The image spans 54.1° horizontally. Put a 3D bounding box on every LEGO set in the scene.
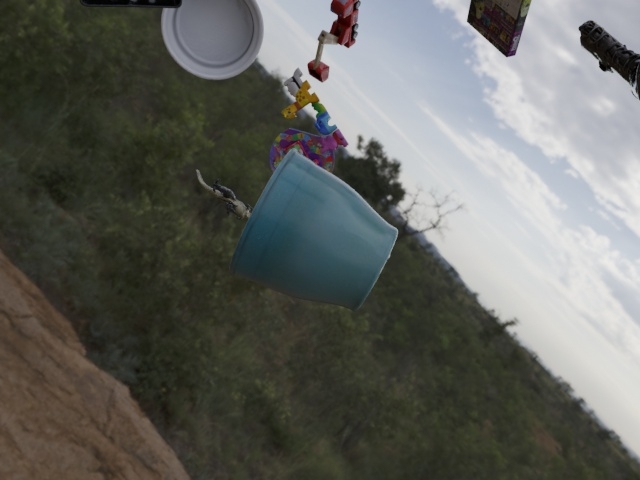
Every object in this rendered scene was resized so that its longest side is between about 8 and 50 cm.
[{"bbox_3d":[-0.034,-0.304,1.516,0.227,0.093,0.087,57,7,3],"label":"LEGO set"}]

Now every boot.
[{"bbox_3d":[0.625,-0.381,1.312,0.229,0.091,0.263,54,17,24],"label":"boot"}]

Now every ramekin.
[{"bbox_3d":[-0.299,-0.602,1.762,0.277,0.277,0.135,44,11,-21],"label":"ramekin"}]

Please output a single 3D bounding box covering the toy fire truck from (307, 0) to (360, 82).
[{"bbox_3d":[0.031,-0.487,1.499,0.047,0.135,0.192,38,-27,20],"label":"toy fire truck"}]

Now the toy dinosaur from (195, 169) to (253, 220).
[{"bbox_3d":[-0.259,-0.115,1.743,0.268,0.064,0.118,38,-2,3],"label":"toy dinosaur"}]

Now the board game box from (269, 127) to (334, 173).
[{"bbox_3d":[-0.048,-0.208,1.597,0.169,0.133,0.033,16,15,0],"label":"board game box"}]

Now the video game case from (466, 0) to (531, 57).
[{"bbox_3d":[0.543,-0.713,1.921,0.210,0.042,0.232,92,-26,-48],"label":"video game case"}]

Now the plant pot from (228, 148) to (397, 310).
[{"bbox_3d":[0.000,0.000,1.212,0.255,0.271,0.271,27,5,1],"label":"plant pot"}]

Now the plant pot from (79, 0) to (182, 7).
[{"bbox_3d":[-0.367,-0.567,1.188,0.167,0.187,0.188,-109,-160,-45],"label":"plant pot"}]
